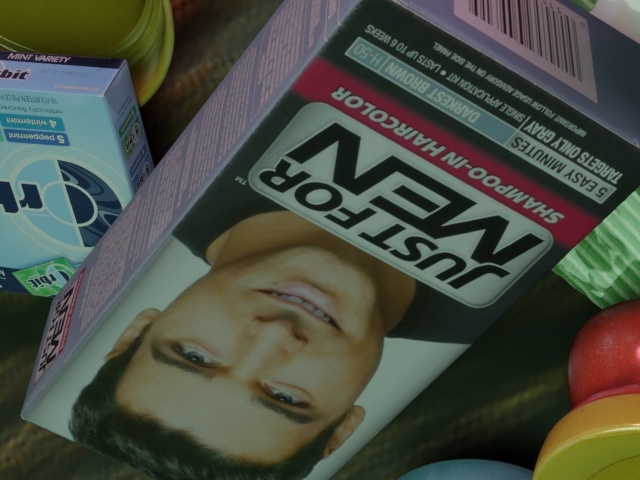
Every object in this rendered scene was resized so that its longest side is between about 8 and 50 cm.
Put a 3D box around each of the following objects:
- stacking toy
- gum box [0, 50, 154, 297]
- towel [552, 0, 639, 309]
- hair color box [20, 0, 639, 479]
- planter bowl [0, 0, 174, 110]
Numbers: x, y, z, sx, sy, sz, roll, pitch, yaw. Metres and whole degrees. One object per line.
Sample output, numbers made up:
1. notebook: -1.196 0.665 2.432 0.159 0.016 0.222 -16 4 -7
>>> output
1. stacking toy: 0.197 0.180 0.975 0.280 0.130 0.309 29 133 -18
2. gum box: -0.185 -0.039 1.037 0.157 0.041 0.184 6 135 17
3. towel: 0.156 -0.111 0.941 0.325 0.038 0.248 38 113 8
4. hair color box: 0.000 0.000 0.914 0.185 0.113 0.374 28 128 -19
5. planter bowl: -0.179 -0.179 0.991 0.217 0.090 0.217 12 136 11
